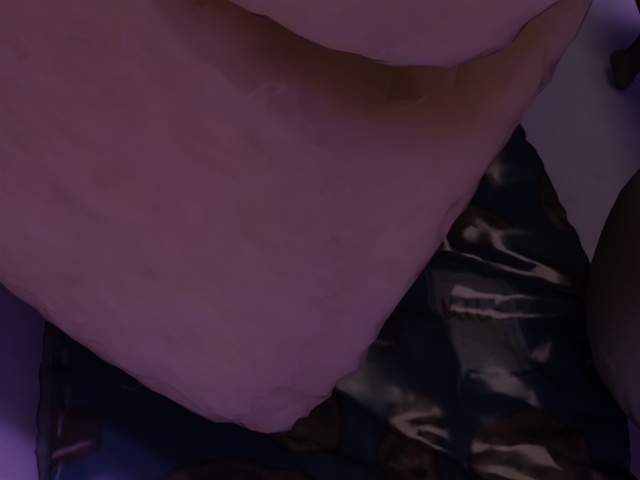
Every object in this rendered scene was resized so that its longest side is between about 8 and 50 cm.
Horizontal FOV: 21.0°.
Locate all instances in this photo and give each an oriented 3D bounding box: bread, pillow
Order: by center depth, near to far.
[{"bbox_3d":[-0.048,-0.219,0.426,0.390,0.279,0.371,37,51,-6],"label":"bread"},{"bbox_3d":[0.001,-0.001,0.516,0.189,0.034,0.255,10,44,-24],"label":"pillow"}]

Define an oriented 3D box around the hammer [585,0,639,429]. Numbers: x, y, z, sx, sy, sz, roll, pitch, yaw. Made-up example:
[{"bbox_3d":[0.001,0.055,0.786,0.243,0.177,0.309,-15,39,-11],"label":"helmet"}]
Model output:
[{"bbox_3d":[0.158,-0.021,0.585,0.202,0.113,0.305,29,27,-28],"label":"hammer"}]
